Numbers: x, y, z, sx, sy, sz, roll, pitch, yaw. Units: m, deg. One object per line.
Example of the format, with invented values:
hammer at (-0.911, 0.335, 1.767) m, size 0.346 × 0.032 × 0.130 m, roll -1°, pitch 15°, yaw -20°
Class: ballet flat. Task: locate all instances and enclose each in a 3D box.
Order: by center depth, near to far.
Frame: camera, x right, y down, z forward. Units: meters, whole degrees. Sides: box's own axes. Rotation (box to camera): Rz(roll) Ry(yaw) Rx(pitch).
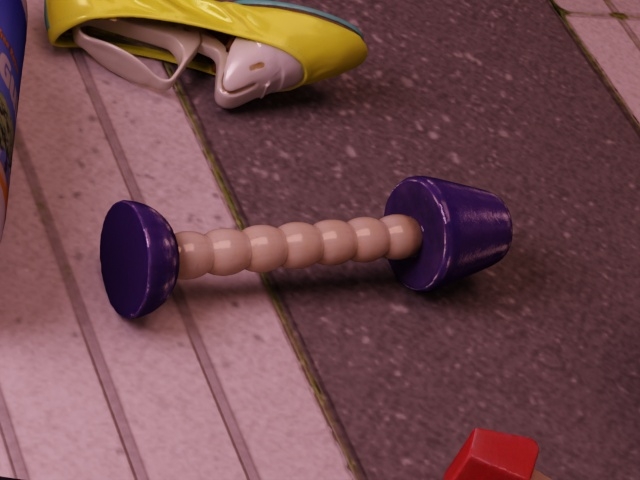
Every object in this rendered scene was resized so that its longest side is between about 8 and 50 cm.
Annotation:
ballet flat at (-0.082, -0.134, 1.160) m, size 0.231 × 0.077 × 0.077 m, roll 15°, pitch 62°, yaw -11°

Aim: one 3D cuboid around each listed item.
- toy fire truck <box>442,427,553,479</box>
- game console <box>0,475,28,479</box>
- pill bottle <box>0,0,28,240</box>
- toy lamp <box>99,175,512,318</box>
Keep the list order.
toy fire truck at (0.160, 0.195, 0.946) m, size 0.192 × 0.047 × 0.135 m, roll 22°, pitch 38°, yaw -8°
game console at (-0.163, 0.246, 0.702) m, size 0.386 × 0.060 × 0.342 m, roll 11°, pitch 42°, yaw -18°
pill bottle at (-0.247, -0.101, 0.957) m, size 0.152 × 0.152 × 0.272 m, roll 13°, pitch 42°, yaw -17°
toy lamp at (0.000, 0.000, 1.045) m, size 0.274 × 0.080 × 0.080 m, roll -3°, pitch 48°, yaw -32°
